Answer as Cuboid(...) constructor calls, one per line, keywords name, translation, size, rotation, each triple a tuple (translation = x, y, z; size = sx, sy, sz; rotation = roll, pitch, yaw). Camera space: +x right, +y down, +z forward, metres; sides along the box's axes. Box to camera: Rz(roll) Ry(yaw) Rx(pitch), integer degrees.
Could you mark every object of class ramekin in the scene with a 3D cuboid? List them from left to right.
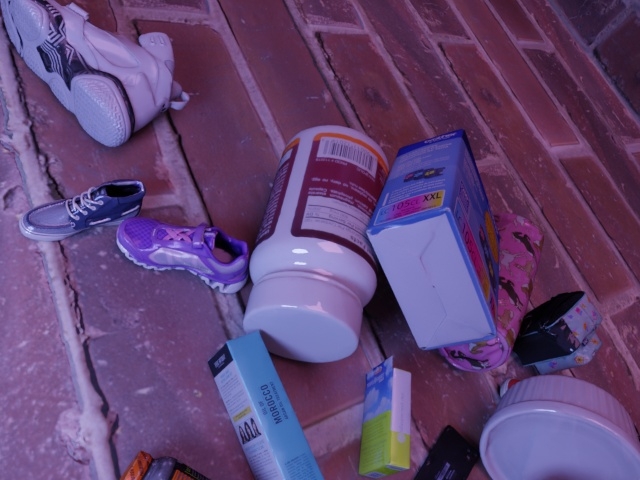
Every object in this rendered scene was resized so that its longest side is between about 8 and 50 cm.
Cuboid(name="ramekin", translation=(0.437, 0.366, 0.941), size=(0.273, 0.273, 0.127), rotation=(42, 38, 0))

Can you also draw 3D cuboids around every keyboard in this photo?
Cuboid(name="keyboard", translation=(0.228, 0.431, 0.927), size=(0.108, 0.023, 0.180), rotation=(43, 50, 9))

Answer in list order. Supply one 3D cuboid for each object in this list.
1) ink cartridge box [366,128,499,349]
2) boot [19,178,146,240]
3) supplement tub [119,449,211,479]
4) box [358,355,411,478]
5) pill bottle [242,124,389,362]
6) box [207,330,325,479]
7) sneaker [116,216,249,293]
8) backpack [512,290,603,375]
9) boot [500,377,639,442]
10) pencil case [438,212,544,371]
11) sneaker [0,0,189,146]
Cuboid(name="ink cartridge box", translation=(0.238, -0.031, 0.994), size=(0.270, 0.151, 0.395), rotation=(63, 28, -24))
Cuboid(name="boot", translation=(-0.382, -0.058, 0.838), size=(0.190, 0.086, 0.069), rotation=(-18, 71, -37))
Cuboid(name="supplement tub", translation=(-0.180, 0.362, 0.671), size=(0.190, 0.117, 0.117), rotation=(34, 50, -6))
Cuboid(name="box", translation=(0.110, 0.301, 0.883), size=(0.042, 0.109, 0.178), rotation=(19, 53, -14))
Cuboid(name="pill bottle", translation=(0.000, 0.000, 0.934), size=(0.224, 0.224, 0.392), rotation=(24, 52, -15))
Cuboid(name="box", translation=(-0.088, 0.272, 0.793), size=(0.060, 0.100, 0.244), rotation=(-14, 69, -37))
Cuboid(name="sneaker", translation=(-0.221, 0.007, 0.880), size=(0.236, 0.104, 0.095), rotation=(21, 54, -16))
Cuboid(name="backpack", translation=(0.535, 0.202, 1.154), size=(0.144, 0.166, 0.188), rotation=(50, 53, 5))
Cuboid(name="boot", translation=(0.504, 0.342, 1.042), size=(0.244, 0.176, 0.088), rotation=(35, 52, -5))
Cuboid(name="pencil case", translation=(0.368, 0.097, 1.126), size=(0.167, 0.160, 0.386), rotation=(27, 48, 15))
Cuboid(name="sneaker", translation=(-0.419, -0.358, 0.980), size=(0.366, 0.137, 0.210), rotation=(51, 49, 1))
